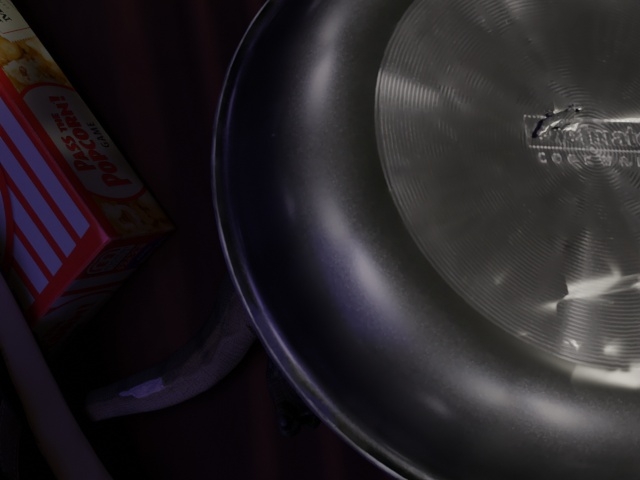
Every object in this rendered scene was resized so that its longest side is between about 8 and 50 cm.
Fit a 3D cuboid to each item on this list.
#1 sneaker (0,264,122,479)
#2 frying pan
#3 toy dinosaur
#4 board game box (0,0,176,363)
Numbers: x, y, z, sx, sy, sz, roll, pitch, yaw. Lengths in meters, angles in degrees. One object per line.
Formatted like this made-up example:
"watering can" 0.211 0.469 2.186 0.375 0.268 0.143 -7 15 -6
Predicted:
"sneaker" -0.163 0.079 0.645 0.107 0.124 0.283 -37 91 29
"frying pan" 0.085 -0.070 0.516 0.053 0.197 0.326 128 163 -62
"toy dinosaur" 0.000 0.000 0.612 0.118 0.064 0.268 52 122 38
"board game box" -0.167 -0.031 0.731 0.147 0.045 0.193 -46 72 29
